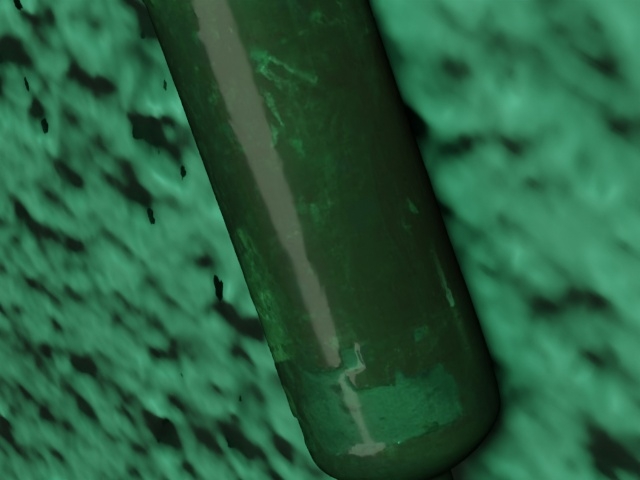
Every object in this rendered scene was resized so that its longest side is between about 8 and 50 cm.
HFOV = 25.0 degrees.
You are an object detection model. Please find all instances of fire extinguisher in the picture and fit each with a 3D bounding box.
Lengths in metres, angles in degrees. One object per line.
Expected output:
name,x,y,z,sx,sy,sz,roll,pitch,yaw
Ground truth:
fire extinguisher,0.000,0.000,0.492,0.089,0.072,0.268,-9,105,41
